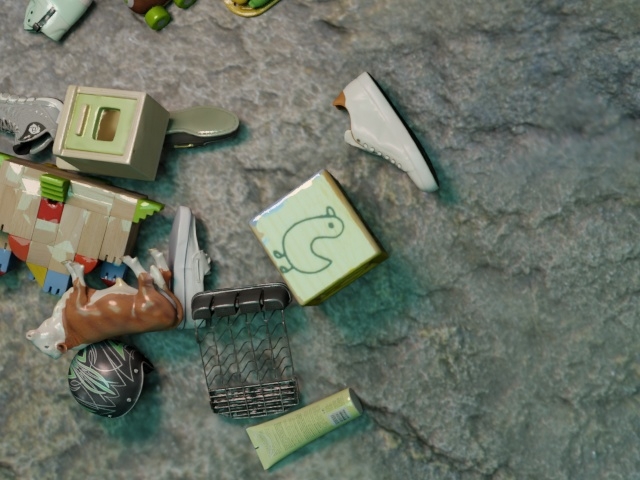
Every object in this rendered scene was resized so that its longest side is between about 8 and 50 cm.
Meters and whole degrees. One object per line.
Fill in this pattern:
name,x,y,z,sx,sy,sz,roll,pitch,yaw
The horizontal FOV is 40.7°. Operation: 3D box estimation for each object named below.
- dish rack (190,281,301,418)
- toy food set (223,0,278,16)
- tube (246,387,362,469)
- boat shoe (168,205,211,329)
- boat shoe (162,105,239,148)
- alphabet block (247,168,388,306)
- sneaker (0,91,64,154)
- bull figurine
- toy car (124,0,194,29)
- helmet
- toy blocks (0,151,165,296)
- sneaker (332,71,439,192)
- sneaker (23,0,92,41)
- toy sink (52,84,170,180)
dish rack,-0.147,0.231,1.758,0.208,0.074,0.271,-7,107,6
toy food set,-0.122,-0.574,1.829,0.218,0.071,0.128,-37,81,5
tube,-0.032,0.376,1.759,0.240,0.062,0.070,-29,41,11
boat shoe,-0.272,0.057,1.810,0.084,0.095,0.258,2,93,-21
boat shoe,-0.279,-0.235,1.836,0.228,0.068,0.081,0,58,9
alphabet block,0.000,0.000,1.708,0.192,0.193,0.197,-35,81,7
sneaker,-0.670,-0.247,1.871,0.229,0.086,0.132,1,61,9
bull figurine,-0.433,0.127,1.721,0.311,0.101,0.188,-9,97,-4
toy car,-0.372,-0.560,1.810,0.149,0.188,0.155,-38,81,5
helmet,-0.435,0.283,1.775,0.170,0.161,0.169,-1,86,9
toy blocks,-0.542,-0.007,1.812,0.382,0.191,0.260,16,98,-1
sneaker,0.129,-0.196,1.753,0.123,0.106,0.290,-36,72,12
sneaker,-0.642,-0.551,1.904,0.256,0.094,0.151,40,96,11
toy sink,-0.450,-0.222,1.753,0.234,0.131,0.152,9,80,17
